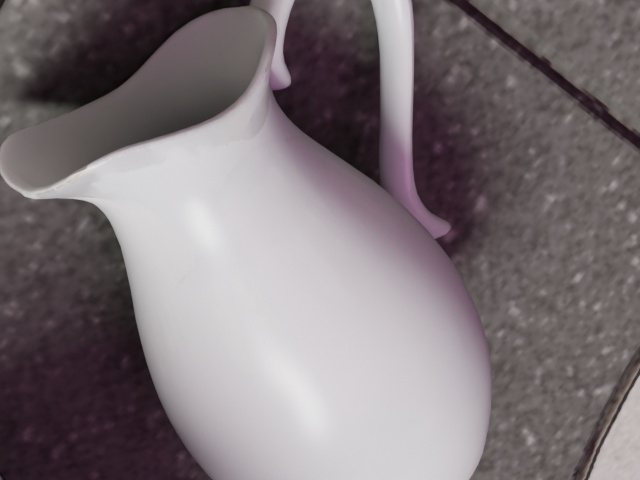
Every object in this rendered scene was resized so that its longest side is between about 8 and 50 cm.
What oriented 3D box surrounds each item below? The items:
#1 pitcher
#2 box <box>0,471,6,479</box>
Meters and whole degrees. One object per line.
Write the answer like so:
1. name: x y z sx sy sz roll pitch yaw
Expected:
1. pitcher: 0.000 0.000 0.739 0.178 0.125 0.207 -43 121 -20
2. box: -0.266 0.390 0.702 0.479 0.297 0.472 -20 125 -19
